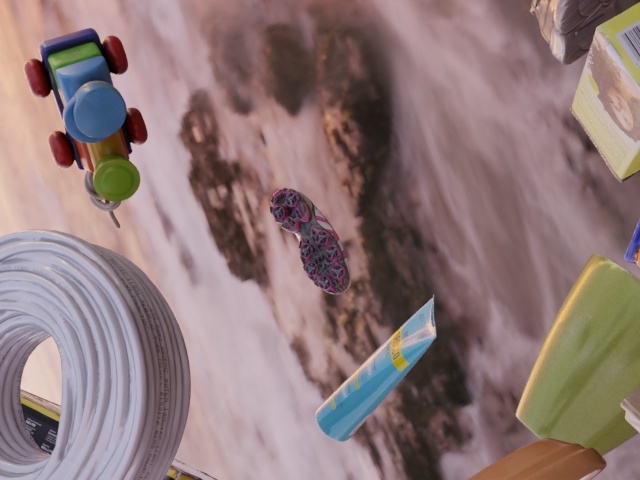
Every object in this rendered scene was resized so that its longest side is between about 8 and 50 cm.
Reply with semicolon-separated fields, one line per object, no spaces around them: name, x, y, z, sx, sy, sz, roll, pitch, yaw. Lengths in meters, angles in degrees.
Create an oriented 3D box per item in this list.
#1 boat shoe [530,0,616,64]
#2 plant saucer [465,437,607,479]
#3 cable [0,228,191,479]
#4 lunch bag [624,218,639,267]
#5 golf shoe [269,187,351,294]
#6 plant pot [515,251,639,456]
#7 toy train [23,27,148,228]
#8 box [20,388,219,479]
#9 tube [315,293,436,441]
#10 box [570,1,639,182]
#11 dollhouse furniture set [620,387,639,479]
boat shoe;0.331;-0.344;1.555;0.116;0.123;0.324;57;175;15
plant saucer;0.092;0.185;0.753;0.037;0.200;0.200;57;161;18
cable;-0.219;0.122;0.907;0.257;0.257;0.089;30;-174;31
lunch bag;0.583;-0.064;1.394;0.328;0.239;0.385;48;129;47
golf shoe;0.000;0.000;1.739;0.086;0.067;0.186;13;-138;-60
plant pot;0.466;0.218;1.911;0.275;0.293;0.275;38;-177;-2
toy train;-0.222;-0.083;1.225;0.143;0.105;0.248;-125;20;-53
box;-0.212;0.250;1.246;0.322;0.079;0.257;18;165;34
tube;0.073;0.154;1.359;0.207;0.052;0.080;-50;23;29
box;0.258;-0.117;0.951;0.087;0.058;0.232;59;-178;12
dollhouse furniture set;0.386;0.256;1.230;0.303;0.356;0.173;45;151;33
